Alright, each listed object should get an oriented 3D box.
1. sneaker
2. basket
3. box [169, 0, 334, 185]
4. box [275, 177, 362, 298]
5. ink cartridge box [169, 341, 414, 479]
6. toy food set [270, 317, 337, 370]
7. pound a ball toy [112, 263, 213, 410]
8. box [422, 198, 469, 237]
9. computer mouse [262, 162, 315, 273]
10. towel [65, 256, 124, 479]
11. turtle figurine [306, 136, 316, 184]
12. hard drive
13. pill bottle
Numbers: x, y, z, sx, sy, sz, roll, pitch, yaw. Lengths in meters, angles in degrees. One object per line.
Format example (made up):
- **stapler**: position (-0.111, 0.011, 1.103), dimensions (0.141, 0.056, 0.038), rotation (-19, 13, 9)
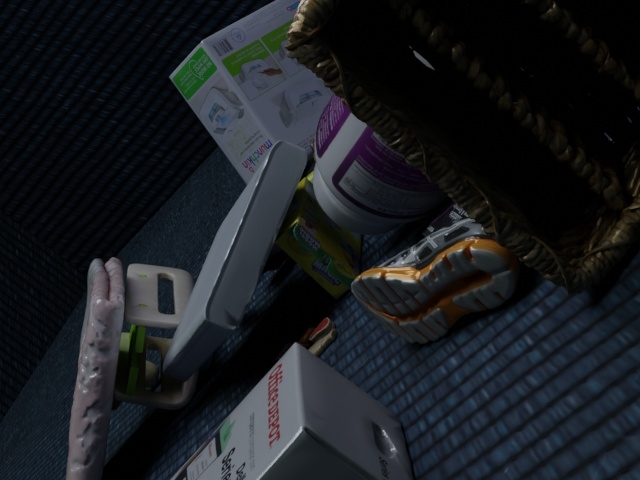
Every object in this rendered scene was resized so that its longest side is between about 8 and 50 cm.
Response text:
- **sneaker**: position (0.109, 0.028, 1.220), dimensions (0.215, 0.084, 0.083), rotation (-20, 28, 51)
- **basket**: position (0.152, -0.146, 1.037), dimensions (0.213, 0.299, 0.223), rotation (-45, 10, 17)
- **box**: position (-0.045, -0.231, 2.081), dimensions (0.262, 0.231, 0.127), rotation (-37, 1, -37)
- **box**: position (0.000, 0.000, 1.649), dimensions (0.043, 0.105, 0.179), rotation (-43, 13, 15)
- **ink cartridge box**: position (-0.063, 0.238, 1.094), dimensions (0.278, 0.117, 0.201), rotation (-48, 11, 9)
- **toy food set**: position (-0.025, 0.125, 1.563), dimensions (0.122, 0.019, 0.078), rotation (-46, 12, 22)
- **pound a ball toy**: position (-0.234, 0.168, 2.049), dimensions (0.319, 0.136, 0.208), rotation (-114, 34, -75)
- **box**: position (0.168, -0.051, 1.353), dimensions (0.162, 0.029, 0.116), rotation (-51, 11, 3)
- **computer mouse**: position (-0.066, 0.013, 2.014), dimensions (0.262, 0.060, 0.184), rotation (-58, 8, -13)
- **towel**: position (-0.314, 0.207, 1.917), dimensions (0.317, 0.053, 0.332), rotation (-127, 44, -76)
- **turtle figurine**: position (0.017, -0.098, 1.823), dimensions (0.217, 0.087, 0.269), rotation (-52, -10, 31)
- **hard drive**: position (-0.114, 0.036, 1.724), dimensions (0.353, 0.047, 0.233), rotation (135, 158, -69)
- **pill bottle**: position (0.090, -0.119, 1.470), dimensions (0.169, 0.169, 0.301), rotation (-56, 1, -27)
